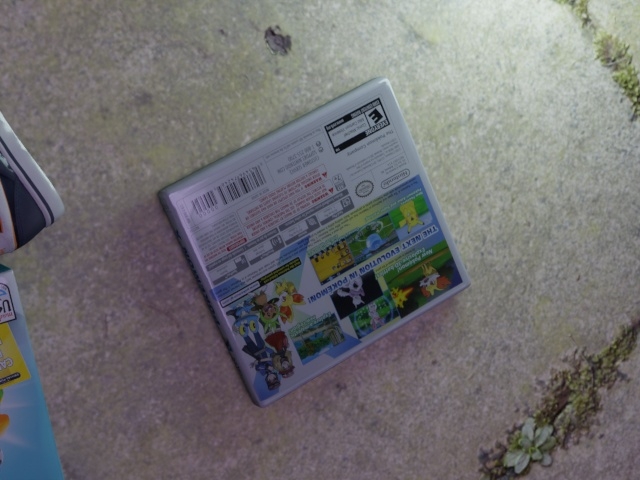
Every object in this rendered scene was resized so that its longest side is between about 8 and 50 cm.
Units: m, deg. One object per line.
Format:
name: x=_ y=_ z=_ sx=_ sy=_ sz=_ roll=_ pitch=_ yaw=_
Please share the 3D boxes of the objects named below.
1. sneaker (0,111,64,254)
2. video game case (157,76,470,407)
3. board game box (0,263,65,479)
sneaker: x=-0.415 y=-0.115 z=1.796 sx=0.127 sy=0.126 sz=0.321 roll=-42 pitch=112 yaw=-21
video game case: x=0.000 y=0.000 z=2.051 sx=0.329 sy=0.036 sz=0.300 roll=-29 pitch=107 yaw=-20
board game box: x=-0.433 y=0.221 z=1.851 sx=0.254 sy=0.079 sz=0.336 roll=-17 pitch=102 yaw=-22
